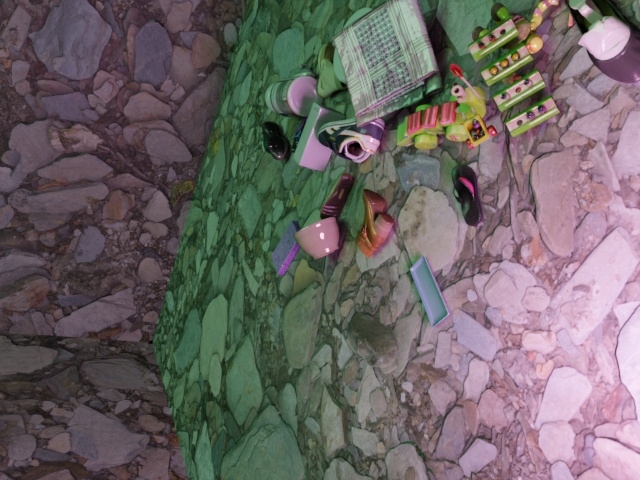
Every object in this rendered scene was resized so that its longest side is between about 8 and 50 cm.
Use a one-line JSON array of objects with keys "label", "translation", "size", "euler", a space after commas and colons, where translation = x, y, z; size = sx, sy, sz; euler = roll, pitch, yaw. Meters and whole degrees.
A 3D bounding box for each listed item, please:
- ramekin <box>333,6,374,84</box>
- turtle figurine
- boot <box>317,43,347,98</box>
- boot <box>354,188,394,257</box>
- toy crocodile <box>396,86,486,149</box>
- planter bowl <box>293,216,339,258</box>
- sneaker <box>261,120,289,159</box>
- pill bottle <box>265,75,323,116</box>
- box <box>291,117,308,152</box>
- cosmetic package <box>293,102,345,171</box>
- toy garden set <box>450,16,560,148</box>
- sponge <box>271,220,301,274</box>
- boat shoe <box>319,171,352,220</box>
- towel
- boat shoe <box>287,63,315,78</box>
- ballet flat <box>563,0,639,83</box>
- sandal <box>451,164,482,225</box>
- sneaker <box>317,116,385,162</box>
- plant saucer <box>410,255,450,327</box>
[{"label": "ramekin", "translation": [0.160, -0.636, 1.736], "size": [0.277, 0.135, 0.277], "euler": [-29, 56, 54]}, {"label": "turtle figurine", "translation": [0.451, -0.476, 1.228], "size": [0.269, 0.087, 0.217], "euler": [-64, 33, 24]}, {"label": "boot", "translation": [0.058, -0.666, 1.982], "size": [0.165, 0.077, 0.213], "euler": [0, 86, 60]}, {"label": "boot", "translation": [0.149, -0.057, 1.627], "size": [0.152, 0.073, 0.197], "euler": [-62, 31, 35]}, {"label": "toy crocodile", "translation": [0.314, -0.324, 1.396], "size": [0.341, 0.105, 0.115], "euler": [-2, 78, 60]}, {"label": "planter bowl", "translation": [0.000, 0.000, 1.798], "size": [0.162, 0.162, 0.109], "euler": [-33, 79, 52]}, {"label": "sneaker", "translation": [-0.207, -0.439, 2.370], "size": [0.267, 0.101, 0.106], "euler": [-109, 22, -44]}, {"label": "pill bottle", "translation": [-0.117, -0.602, 2.175], "size": [0.283, 0.161, 0.161], "euler": [25, 102, 60]}, {"label": "box", "translation": [-0.072, -0.444, 2.177], "size": [0.116, 0.029, 0.162], "euler": [24, 103, 60]}, {"label": "cosmetic package", "translation": [-0.006, -0.389, 1.959], "size": [0.231, 0.117, 0.085], "euler": [-66, 32, 19]}, {"label": "toy garden set", "translation": [0.389, -0.347, 1.179], "size": [0.204, 0.049, 0.244], "euler": [-29, 79, 32]}, {"label": "sponge", "translation": [-0.137, 0.030, 2.126], "size": [0.210, 0.031, 0.117], "euler": [-59, 35, 31]}, {"label": "boat shoe", "translation": [0.053, -0.157, 1.841], "size": [0.190, 0.068, 0.072], "euler": [-58, 22, 15]}, {"label": "towel", "translation": [0.191, -0.539, 1.552], "size": [0.312, 0.056, 0.324], "euler": [-18, 86, 36]}, {"label": "boat shoe", "translation": [-0.087, -0.728, 2.248], "size": [0.227, 0.079, 0.081], "euler": [17, 100, 63]}, {"label": "ballet flat", "translation": [0.552, -0.422, 1.027], "size": [0.095, 0.096, 0.280], "euler": [-47, 42, 42]}, {"label": "sandal", "translation": [0.364, -0.121, 1.304], "size": [0.067, 0.040, 0.179], "euler": [-42, 46, 47]}, {"label": "sneaker", "translation": [0.084, -0.337, 1.775], "size": [0.321, 0.126, 0.127], "euler": [1, 75, 58]}, {"label": "plant saucer", "translation": [0.290, 0.133, 1.371], "size": [0.067, 0.018, 0.192], "euler": [-53, 40, 38]}]
